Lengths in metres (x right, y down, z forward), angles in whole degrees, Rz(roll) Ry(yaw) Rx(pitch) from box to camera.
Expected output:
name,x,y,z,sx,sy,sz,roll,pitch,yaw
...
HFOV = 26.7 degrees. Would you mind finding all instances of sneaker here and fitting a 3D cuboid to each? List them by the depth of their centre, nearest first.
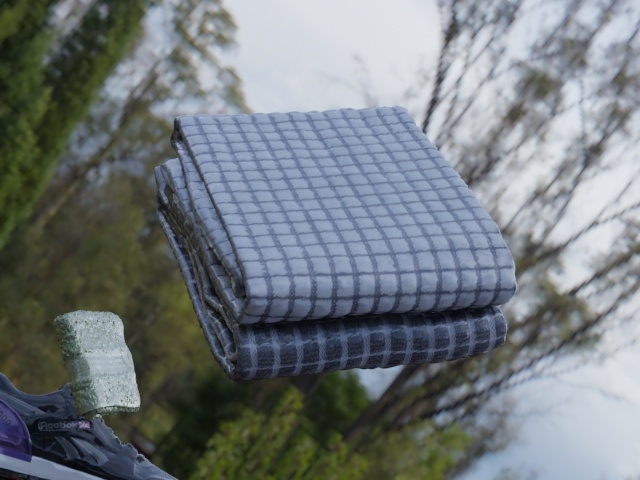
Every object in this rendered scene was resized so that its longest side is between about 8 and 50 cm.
name,x,y,z,sx,sy,sz,roll,pitch,yaw
sneaker,-0.253,0.218,1.457,0.283,0.124,0.107,20,-25,-21

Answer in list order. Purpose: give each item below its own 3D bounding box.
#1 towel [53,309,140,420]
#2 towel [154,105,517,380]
name,x,y,z,sx,sy,sz,roll,pitch,yaw
towel,-0.213,0.119,1.314,0.148,0.027,0.110,19,53,-77
towel,0.000,0.000,1.119,0.283,0.235,0.121,-121,-147,-53
